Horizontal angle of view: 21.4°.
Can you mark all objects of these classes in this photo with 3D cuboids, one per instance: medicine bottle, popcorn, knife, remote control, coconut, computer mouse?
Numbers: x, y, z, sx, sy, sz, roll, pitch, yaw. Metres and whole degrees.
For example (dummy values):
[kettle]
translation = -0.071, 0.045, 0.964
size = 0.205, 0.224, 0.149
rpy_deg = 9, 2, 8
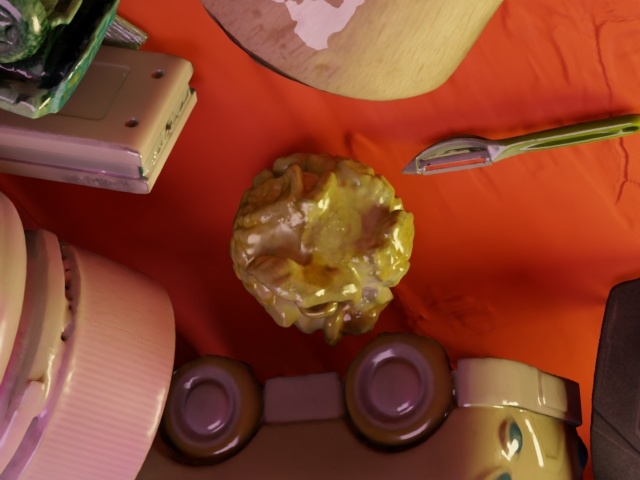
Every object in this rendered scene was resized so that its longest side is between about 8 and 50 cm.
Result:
[medicine bottle]
translation = -0.294, 0.074, 1.226
size = 0.325, 0.256, 0.256
rpy_deg = 22, 139, -29
[popcorn]
translation = 0.000, 0.000, 1.269
size = 0.135, 0.162, 0.141
rpy_deg = 42, 116, 26
[knife]
translation = 0.143, -0.071, 1.213
size = 0.184, 0.026, 0.022
rpy_deg = -9, 168, 23
[remote control]
translation = -0.237, -0.101, 1.247
size = 0.277, 0.103, 0.055
rpy_deg = 9, 139, 16
[coconut]
translation = 0.014, -0.187, 1.025
size = 0.224, 0.224, 0.224
rpy_deg = 10, 135, 10
[computer mouse]
translation = 0.257, 0.132, 1.273
size = 0.126, 0.071, 0.231
rpy_deg = 12, 105, 29

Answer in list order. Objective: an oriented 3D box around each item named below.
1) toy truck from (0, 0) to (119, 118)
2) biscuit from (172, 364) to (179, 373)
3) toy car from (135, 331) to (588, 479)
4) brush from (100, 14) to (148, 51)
[toy truck]
translation = -0.280, -0.186, 1.155
size = 0.279, 0.155, 0.156
rpy_deg = 22, 135, -2
[biscuit]
translation = -0.222, 0.160, 1.518
size = 0.296, 0.075, 0.296
rpy_deg = 6, 138, 6
[toy car]
translation = 0.029, 0.202, 1.312
size = 0.336, 0.226, 0.242
rpy_deg = -9, 166, 25
[brush]
translation = -0.230, -0.184, 1.244
size = 0.205, 0.011, 0.083
rpy_deg = 34, 135, -12
